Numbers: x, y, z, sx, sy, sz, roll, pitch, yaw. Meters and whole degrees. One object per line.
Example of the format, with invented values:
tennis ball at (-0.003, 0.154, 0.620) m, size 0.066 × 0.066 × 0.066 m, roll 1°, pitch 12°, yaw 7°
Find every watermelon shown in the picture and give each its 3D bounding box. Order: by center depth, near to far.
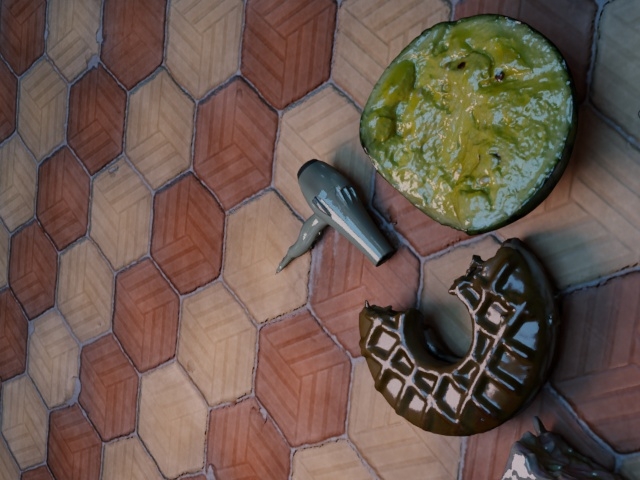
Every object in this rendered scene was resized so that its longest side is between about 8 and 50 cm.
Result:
watermelon at (0.241, -0.167, 1.299) m, size 0.330 × 0.189 × 0.331 m, roll -5°, pitch 80°, yaw 27°

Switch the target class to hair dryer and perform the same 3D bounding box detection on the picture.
hair dryer at (0.028, 0.008, 1.586) m, size 0.229 × 0.092 × 0.267 m, roll 36°, pitch 129°, yaw 29°

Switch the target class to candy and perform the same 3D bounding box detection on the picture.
candy at (0.342, 0.395, 1.263) m, size 0.184 × 0.137 × 0.195 m, roll 30°, pitch 113°, yaw 37°

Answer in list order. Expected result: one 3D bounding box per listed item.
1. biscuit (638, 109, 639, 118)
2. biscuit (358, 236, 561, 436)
biscuit at (0.497, -0.156, 1.177) m, size 0.130 × 0.019 × 0.102 m, roll 39°, pitch 115°, yaw 35°
biscuit at (0.227, 0.171, 1.372) m, size 0.366 × 0.115 × 0.268 m, roll -30°, pitch 72°, yaw 40°
